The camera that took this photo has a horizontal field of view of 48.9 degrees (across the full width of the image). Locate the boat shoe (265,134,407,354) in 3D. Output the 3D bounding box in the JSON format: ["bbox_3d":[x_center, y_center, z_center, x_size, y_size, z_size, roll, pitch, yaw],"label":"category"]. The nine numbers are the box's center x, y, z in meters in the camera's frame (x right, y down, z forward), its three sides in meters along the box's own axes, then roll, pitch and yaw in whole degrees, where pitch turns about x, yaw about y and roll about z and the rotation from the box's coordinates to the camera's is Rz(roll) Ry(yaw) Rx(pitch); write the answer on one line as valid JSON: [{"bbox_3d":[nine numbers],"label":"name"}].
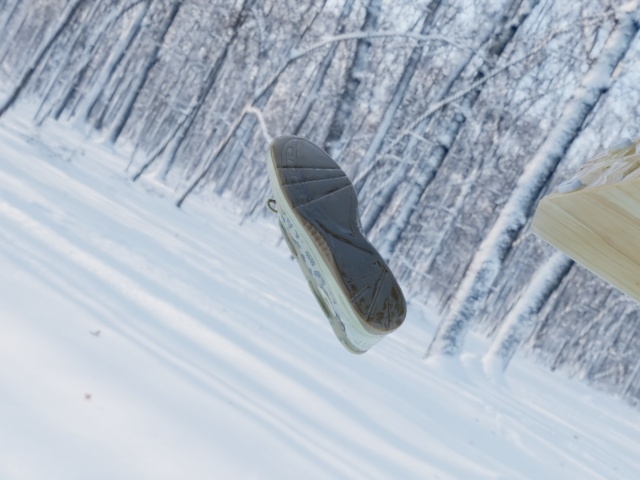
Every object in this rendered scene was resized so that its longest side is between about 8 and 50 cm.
[{"bbox_3d":[0.000,0.000,0.847,0.105,0.089,0.285,-7,62,-33],"label":"boat shoe"}]

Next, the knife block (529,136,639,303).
[{"bbox_3d":[0.275,0.047,0.355,0.276,0.088,0.242,-11,-72,56],"label":"knife block"}]
